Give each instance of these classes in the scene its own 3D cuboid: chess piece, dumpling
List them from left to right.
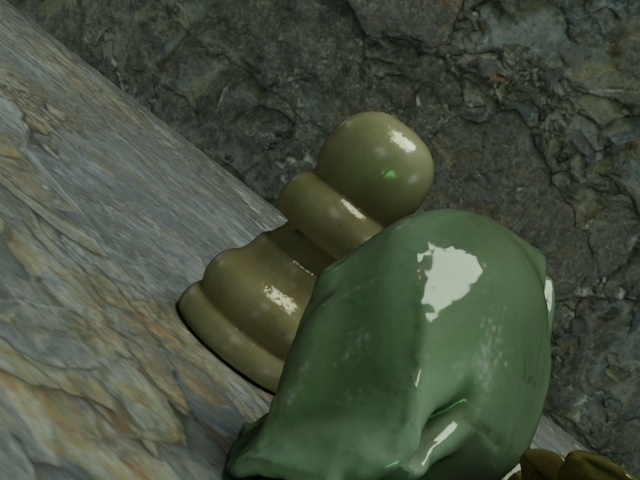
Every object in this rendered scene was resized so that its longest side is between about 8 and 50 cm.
[{"bbox_3d":[0.000,0.000,1.025,0.167,0.299,0.167,37,7,-5],"label":"chess piece"},{"bbox_3d":[0.073,0.112,0.776,0.321,0.270,0.212,16,25,-50],"label":"dumpling"}]

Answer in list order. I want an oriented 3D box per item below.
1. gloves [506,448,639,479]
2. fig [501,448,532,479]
[{"bbox_3d":[0.163,0.213,0.492,0.141,0.154,0.331,34,-2,-4],"label":"gloves"},{"bbox_3d":[0.170,0.287,0.876,0.245,0.149,0.149,58,6,0],"label":"fig"}]
